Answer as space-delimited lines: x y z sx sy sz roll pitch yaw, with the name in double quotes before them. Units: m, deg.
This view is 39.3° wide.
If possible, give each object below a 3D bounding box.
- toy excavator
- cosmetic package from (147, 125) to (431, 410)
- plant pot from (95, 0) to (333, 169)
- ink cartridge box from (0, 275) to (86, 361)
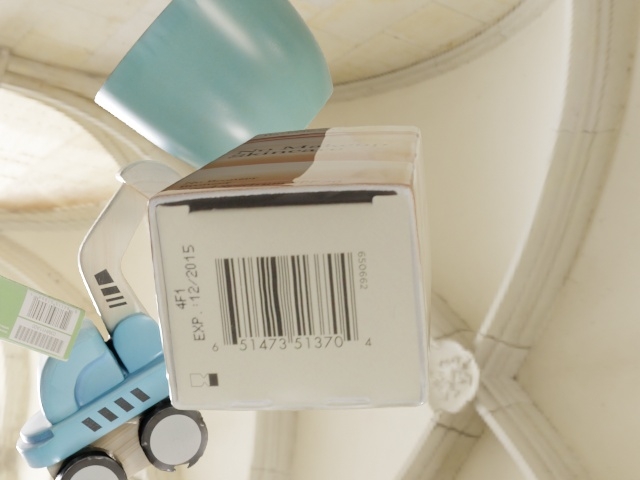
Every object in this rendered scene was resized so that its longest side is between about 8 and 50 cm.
"toy excavator" -0.330 0.148 1.435 0.445 0.432 0.222 62 -14 -14
"cosmetic package" 0.000 0.000 0.621 0.296 0.153 0.129 -65 151 -76
"plant pot" -0.125 -0.224 1.247 0.293 0.235 0.293 -46 -168 13
"ink cartridge box" -0.348 0.037 0.798 0.235 0.171 0.056 9 -105 37
